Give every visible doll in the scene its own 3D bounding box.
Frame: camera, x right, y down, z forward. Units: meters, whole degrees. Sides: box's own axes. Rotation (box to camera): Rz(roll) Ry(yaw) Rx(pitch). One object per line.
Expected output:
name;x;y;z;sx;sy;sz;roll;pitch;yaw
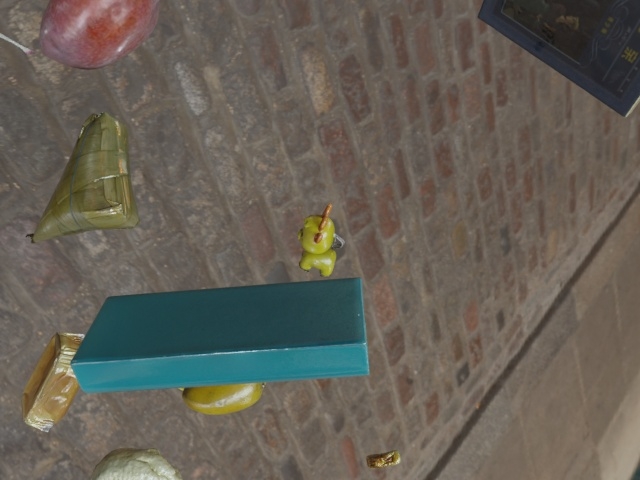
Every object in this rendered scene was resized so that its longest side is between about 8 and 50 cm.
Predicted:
doll;0.000;0.000;1.587;0.143;0.135;0.221;-70;175;-45

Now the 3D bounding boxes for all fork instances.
fork;-0.673;-0.435;1.225;0.012;0.016;0.115;63;15;17

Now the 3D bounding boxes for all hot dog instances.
hot dog;0.142;0.512;1.292;0.034;0.090;0.030;7;64;-56

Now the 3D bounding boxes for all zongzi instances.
zongzi;-0.492;-0.119;1.121;0.115;0.256;0.228;15;64;-68

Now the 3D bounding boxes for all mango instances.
mango;-0.216;0.330;1.264;0.195;0.137;0.098;-14;129;-18

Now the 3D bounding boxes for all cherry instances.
cherry;-0.198;-0.216;0.516;0.087;0.106;0.126;27;104;-7

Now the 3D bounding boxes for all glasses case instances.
glasses case;-0.099;0.107;0.607;0.117;0.301;0.070;-87;170;-58

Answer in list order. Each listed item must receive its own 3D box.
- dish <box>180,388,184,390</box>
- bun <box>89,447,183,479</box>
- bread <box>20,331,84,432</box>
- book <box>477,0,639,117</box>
dish;-0.347;0.379;1.707;0.262;0.221;0.108;17;98;-23
bun;-0.414;0.558;1.282;0.134;0.220;0.220;-67;148;-64
bread;-0.696;0.369;1.470;0.107;0.136;0.241;24;100;-35
book;0.337;-0.309;0.723;0.025;0.269;0.191;-33;155;-23
